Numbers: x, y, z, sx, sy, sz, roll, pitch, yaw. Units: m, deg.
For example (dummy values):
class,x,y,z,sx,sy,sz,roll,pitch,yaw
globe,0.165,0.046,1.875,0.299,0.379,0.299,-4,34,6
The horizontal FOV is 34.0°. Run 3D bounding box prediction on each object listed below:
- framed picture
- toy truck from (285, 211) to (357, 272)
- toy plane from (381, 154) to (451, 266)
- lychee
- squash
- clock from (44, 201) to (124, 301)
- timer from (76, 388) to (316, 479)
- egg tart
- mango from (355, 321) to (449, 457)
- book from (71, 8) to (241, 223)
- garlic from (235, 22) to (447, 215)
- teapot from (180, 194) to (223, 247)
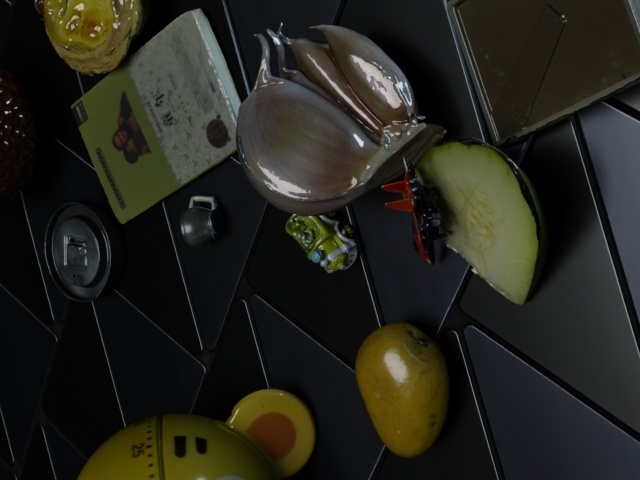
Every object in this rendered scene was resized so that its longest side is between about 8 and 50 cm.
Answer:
class,x,y,z,sx,sy,sz,roll,pitch,yaw
framed picture,0.268,-0.249,1.259,0.289,0.020,0.211,-26,80,59
toy truck,0.000,0.000,1.538,0.111,0.077,0.076,49,124,21
toy plane,0.136,-0.024,1.377,0.061,0.189,0.130,-20,50,14
lychee,-0.647,-0.181,1.895,0.276,0.276,0.304,34,104,29
squash,0.192,-0.048,1.336,0.237,0.155,0.204,44,119,23
clock,-0.428,0.019,1.902,0.184,0.040,0.184,6,100,37
timer,-0.179,0.430,1.616,0.387,0.376,0.376,-6,95,-5
egg tart,-0.377,-0.411,1.763,0.279,0.095,0.279,10,105,42
mango,0.116,0.211,1.473,0.137,0.098,0.195,8,110,34
book,-0.271,-0.198,1.748,0.352,0.035,0.239,-28,82,37
garlic,0.009,-0.160,1.429,0.292,0.210,0.237,33,123,20
teapot,-0.190,-0.034,1.700,0.057,0.066,0.088,-11,67,20
